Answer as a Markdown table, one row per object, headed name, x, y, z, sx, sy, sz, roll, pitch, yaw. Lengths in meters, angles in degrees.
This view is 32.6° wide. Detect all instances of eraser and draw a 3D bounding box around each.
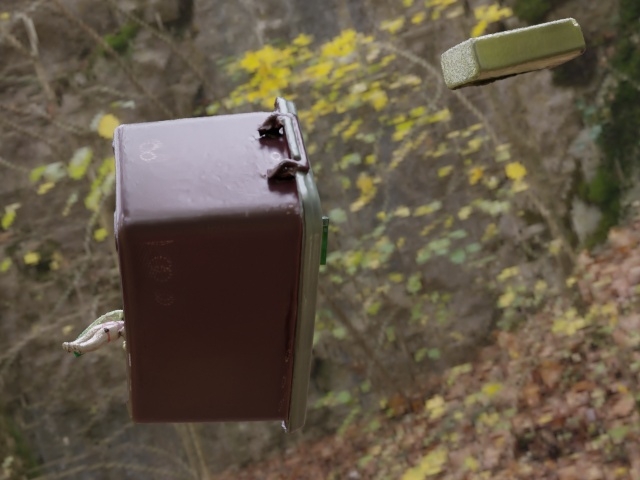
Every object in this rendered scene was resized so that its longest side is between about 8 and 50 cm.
| name | x | y | z | sx | sy | sz | roll | pitch | yaw |
| --- | --- | --- | --- | --- | --- | --- | --- | --- | --- |
| eraser | 0.266 | -0.260 | 1.526 | 0.172 | 0.058 | 0.117 | -15 | 0 | -17 |

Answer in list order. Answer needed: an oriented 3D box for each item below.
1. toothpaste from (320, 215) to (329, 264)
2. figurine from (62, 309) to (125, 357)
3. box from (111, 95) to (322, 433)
| name | x | y | z | sx | sy | sz | roll | pitch | yaw |
| --- | --- | --- | --- | --- | --- | --- | --- | --- | --- |
| toothpaste | 0.000 | 0.000 | 1.874 | 0.020 | 0.083 | 0.017 | -1 | 15 | -19 |
| figurine | -0.301 | 0.143 | 1.648 | 0.083 | 0.083 | 0.187 | -17 | 2 | 41 |
| box | -0.098 | 0.030 | 0.989 | 0.167 | 0.294 | 0.193 | -4 | 40 | -11 |
